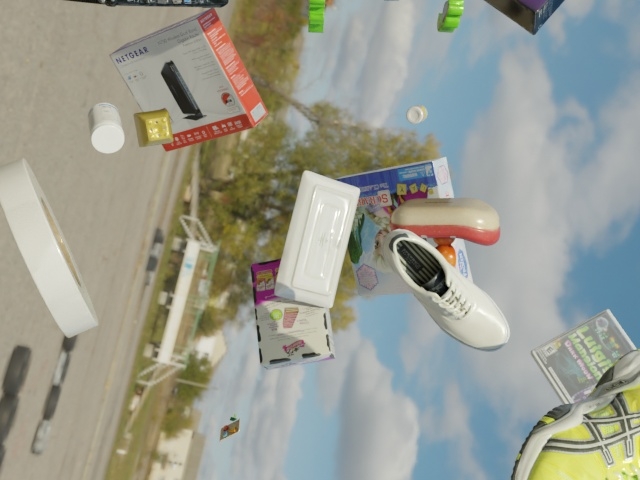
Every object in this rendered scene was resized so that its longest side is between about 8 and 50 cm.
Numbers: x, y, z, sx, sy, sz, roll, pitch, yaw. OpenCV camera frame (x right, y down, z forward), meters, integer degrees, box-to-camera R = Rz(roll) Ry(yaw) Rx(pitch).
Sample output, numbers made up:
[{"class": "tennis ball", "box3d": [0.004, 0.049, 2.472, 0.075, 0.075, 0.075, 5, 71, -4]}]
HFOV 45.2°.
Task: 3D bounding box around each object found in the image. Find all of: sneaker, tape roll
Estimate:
[{"class": "sneaker", "box3d": [0.195, 0.086, 1.219, 0.094, 0.258, 0.091, -49, 179, 7]}, {"class": "sneaker", "box3d": [0.373, 0.266, 0.952, 0.147, 0.385, 0.145, 14, -49, 50]}, {"class": "tape roll", "box3d": [-0.575, 0.015, 1.615, 0.392, 0.072, 0.392, 58, -16, 28]}]

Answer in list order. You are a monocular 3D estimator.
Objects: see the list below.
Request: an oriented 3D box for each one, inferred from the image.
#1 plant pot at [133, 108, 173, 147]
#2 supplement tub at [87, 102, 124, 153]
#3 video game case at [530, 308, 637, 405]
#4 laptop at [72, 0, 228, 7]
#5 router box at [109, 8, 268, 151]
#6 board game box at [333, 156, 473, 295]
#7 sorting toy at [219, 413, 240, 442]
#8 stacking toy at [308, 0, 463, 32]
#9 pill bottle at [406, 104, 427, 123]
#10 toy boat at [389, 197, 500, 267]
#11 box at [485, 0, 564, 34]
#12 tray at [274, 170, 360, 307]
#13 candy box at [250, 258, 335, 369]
[{"class": "plant pot", "box3d": [-0.384, -0.260, 1.788, 0.083, 0.081, 0.081, -152, -127, -68]}, {"class": "supplement tub", "box3d": [-0.457, -0.241, 1.639, 0.107, 0.071, 0.071, -115, -143, -49]}, {"class": "video game case", "box3d": [0.515, 0.247, 1.427, 0.190, 0.173, 0.022, 61, -6, 21]}, {"class": "laptop", "box3d": [-0.272, -0.330, 0.833, 0.264, 0.234, 0.136, -19, 119, -48]}, {"class": "router box", "box3d": [-0.345, -0.407, 2.003, 0.335, 0.301, 0.082, -9, -150, 37]}, {"class": "board game box", "box3d": [0.198, -0.025, 1.912, 0.319, 0.066, 0.318, -7, -80, 43]}, {"class": "sorting toy", "box3d": [-0.226, 0.463, 1.913, 0.062, 0.012, 0.083, -32, -162, 7]}, {"class": "stacking toy", "box3d": [0.075, -0.302, 0.778, 0.221, 0.167, 0.052, 96, -6, -55]}, {"class": "pill bottle", "box3d": [0.243, -0.316, 1.923, 0.083, 0.043, 0.043, -36, 146, -68]}, {"class": "toy boat", "box3d": [0.267, -0.008, 1.645, 0.151, 0.231, 0.151, -37, 124, -65]}, {"class": "box", "box3d": [0.378, -0.562, 1.508, 0.184, 0.261, 0.103, -48, 163, -2]}, {"class": "tray", "box3d": [0.000, 0.000, 1.620, 0.030, 0.145, 0.270, 5, -100, 61]}, {"class": "candy box", "box3d": [-0.062, 0.157, 1.707, 0.071, 0.159, 0.233, 58, 23, -67]}]
